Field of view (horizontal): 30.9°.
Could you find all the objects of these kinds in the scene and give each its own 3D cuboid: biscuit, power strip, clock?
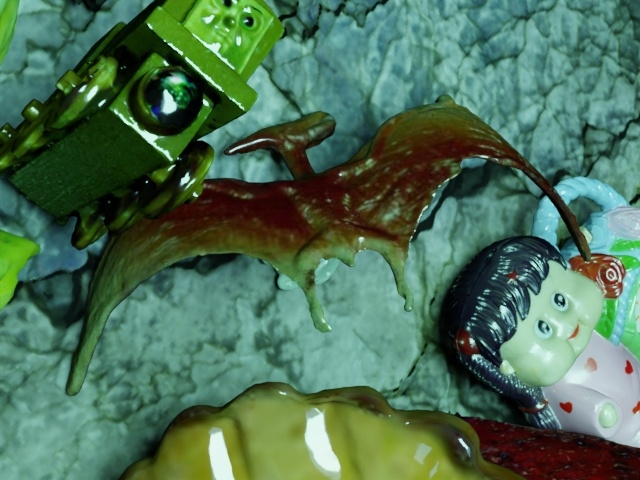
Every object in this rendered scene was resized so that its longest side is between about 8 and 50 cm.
[{"bbox_3d":[0.003,0.241,0.693,0.326,0.107,0.326,0,92,15],"label":"biscuit"},{"bbox_3d":[0.000,0.000,0.805,0.083,0.035,0.055,-36,105,-21],"label":"power strip"},{"bbox_3d":[0.196,0.057,0.871,0.195,0.100,0.194,41,68,-23],"label":"clock"}]

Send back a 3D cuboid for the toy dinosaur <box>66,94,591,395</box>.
[{"bbox_3d":[-0.005,0.009,0.744,0.327,0.206,0.113,-35,135,-27],"label":"toy dinosaur"}]

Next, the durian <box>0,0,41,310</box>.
[{"bbox_3d":[-0.270,-0.095,0.572,0.340,0.204,0.256,24,61,-1],"label":"durian"}]

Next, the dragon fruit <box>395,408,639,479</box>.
[{"bbox_3d":[0.155,0.235,0.780,0.152,0.317,0.205,-6,106,-52],"label":"dragon fruit"}]

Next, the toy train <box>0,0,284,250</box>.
[{"bbox_3d":[-0.104,-0.075,0.650,0.090,0.225,0.137,42,64,-18],"label":"toy train"}]

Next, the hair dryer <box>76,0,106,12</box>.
[{"bbox_3d":[-0.071,-0.239,0.760,0.251,0.089,0.197,-43,110,-12],"label":"hair dryer"}]
